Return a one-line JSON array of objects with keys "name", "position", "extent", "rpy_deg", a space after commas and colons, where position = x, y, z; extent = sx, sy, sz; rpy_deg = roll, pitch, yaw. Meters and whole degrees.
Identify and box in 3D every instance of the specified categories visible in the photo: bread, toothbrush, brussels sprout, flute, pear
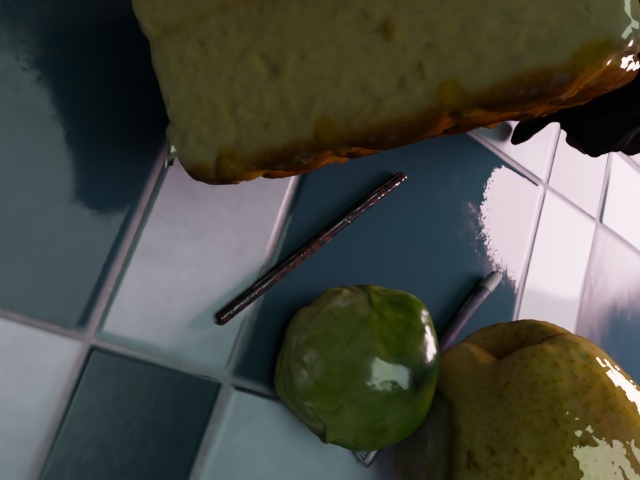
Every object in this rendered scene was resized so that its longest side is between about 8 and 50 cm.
[{"name": "bread", "position": [0.053, -0.168, 0.419], "extent": [0.279, 0.279, 0.207], "rpy_deg": [-26, 103, -69]}, {"name": "toothbrush", "position": [0.127, 0.132, 0.659], "extent": [0.026, 0.024, 0.288], "rpy_deg": [47, 64, -7]}, {"name": "brussels sprout", "position": [0.044, 0.119, 0.542], "extent": [0.149, 0.122, 0.151], "rpy_deg": [-26, 103, -35]}, {"name": "flute", "position": [0.000, 0.000, 0.583], "extent": [0.269, 0.014, 0.014], "rpy_deg": [-38, 109, -30]}, {"name": "pear", "position": [0.214, 0.213, 0.577], "extent": [0.271, 0.271, 0.271], "rpy_deg": [2, 87, -34]}]

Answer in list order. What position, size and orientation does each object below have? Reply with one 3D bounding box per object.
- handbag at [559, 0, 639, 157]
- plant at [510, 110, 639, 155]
[{"name": "handbag", "position": [0.253, -0.184, 0.469], "extent": [0.075, 0.332, 0.191], "rpy_deg": [-14, 85, 5]}, {"name": "plant", "position": [0.335, -0.238, 0.711], "extent": [0.188, 0.199, 0.276], "rpy_deg": [8, 86, -40]}]
